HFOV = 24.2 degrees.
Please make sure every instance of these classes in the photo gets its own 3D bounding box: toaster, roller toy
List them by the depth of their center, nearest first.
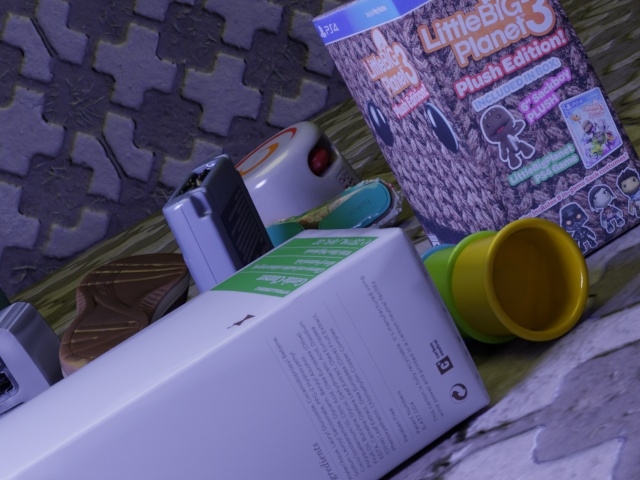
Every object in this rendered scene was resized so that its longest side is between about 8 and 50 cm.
[{"bbox_3d":[-0.349,0.175,1.657,0.185,0.168,0.110,-28,12,10],"label":"toaster"},{"bbox_3d":[-0.042,-0.057,2.059,0.191,0.146,0.209,-41,13,-10],"label":"roller toy"}]

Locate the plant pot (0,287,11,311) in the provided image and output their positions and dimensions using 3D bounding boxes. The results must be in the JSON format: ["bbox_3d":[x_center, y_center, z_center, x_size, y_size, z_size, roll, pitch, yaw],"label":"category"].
[{"bbox_3d":[-0.600,0.161,2.307,0.247,0.247,0.252,-30,27,-6],"label":"plant pot"}]

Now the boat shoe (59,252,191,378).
[{"bbox_3d":[-0.214,0.117,1.691,0.123,0.123,0.342,-3,22,4],"label":"boat shoe"}]

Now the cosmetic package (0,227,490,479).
[{"bbox_3d":[-0.088,0.144,1.066,0.365,0.155,0.197,-31,12,-21],"label":"cosmetic package"}]

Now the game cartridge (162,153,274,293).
[{"bbox_3d":[-0.096,0.018,1.647,0.060,0.196,0.294,-27,9,8],"label":"game cartridge"}]

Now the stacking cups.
[{"bbox_3d":[0.101,0.052,1.259,0.096,0.096,0.316,-33,5,-25],"label":"stacking cups"}]

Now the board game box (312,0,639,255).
[{"bbox_3d":[0.147,-0.122,1.383,0.141,0.291,0.232,-31,9,-13],"label":"board game box"}]

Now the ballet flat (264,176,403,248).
[{"bbox_3d":[0.000,0.000,1.894,0.241,0.091,0.077,-23,-20,10],"label":"ballet flat"}]
